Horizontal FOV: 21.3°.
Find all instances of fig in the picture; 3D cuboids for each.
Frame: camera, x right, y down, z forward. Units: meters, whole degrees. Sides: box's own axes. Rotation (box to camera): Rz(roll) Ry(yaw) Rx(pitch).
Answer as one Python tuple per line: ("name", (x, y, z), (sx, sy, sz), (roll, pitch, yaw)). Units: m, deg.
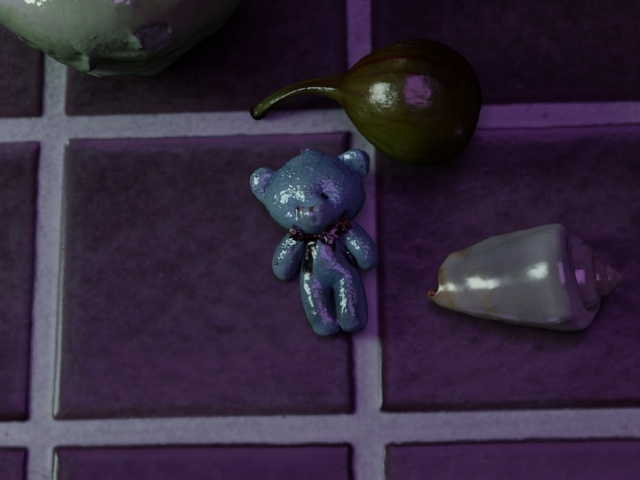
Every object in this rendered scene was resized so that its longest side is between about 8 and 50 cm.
("fig", (0.040, -0.138, 1.649), (0.236, 0.124, 0.124), (6, 71, 20))

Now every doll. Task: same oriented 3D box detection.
("doll", (-0.001, -0.002, 1.613), (0.120, 0.075, 0.180), (-12, 71, 9))

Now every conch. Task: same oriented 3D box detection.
("conch", (0.195, 0.037, 1.603), (0.176, 0.094, 0.104), (-8, 83, 28))

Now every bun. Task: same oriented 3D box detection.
("bun", (-0.193, -0.261, 1.671), (0.283, 0.179, 0.283), (-2, 50, 2))
